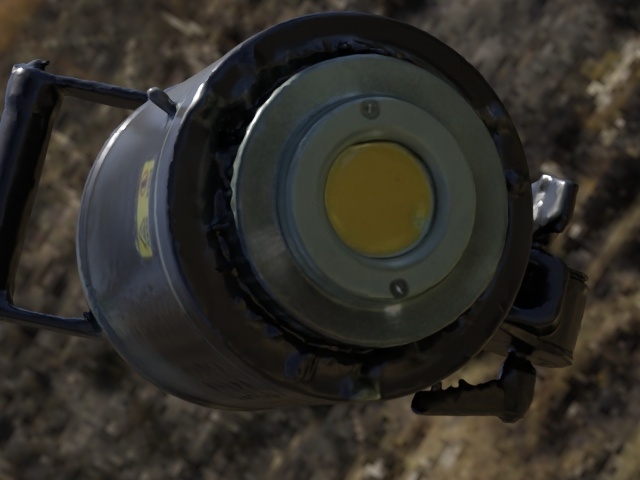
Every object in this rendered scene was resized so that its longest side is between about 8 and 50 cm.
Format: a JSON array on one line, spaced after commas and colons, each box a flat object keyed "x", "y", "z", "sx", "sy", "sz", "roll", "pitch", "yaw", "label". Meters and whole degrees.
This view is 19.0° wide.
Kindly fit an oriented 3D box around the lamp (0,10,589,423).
[{"x": -0.023, "y": -0.013, "z": 1.055, "sx": 0.272, "sy": 0.374, "sz": 0.205, "roll": 98, "pitch": -175, "yaw": -79, "label": "lamp"}]
